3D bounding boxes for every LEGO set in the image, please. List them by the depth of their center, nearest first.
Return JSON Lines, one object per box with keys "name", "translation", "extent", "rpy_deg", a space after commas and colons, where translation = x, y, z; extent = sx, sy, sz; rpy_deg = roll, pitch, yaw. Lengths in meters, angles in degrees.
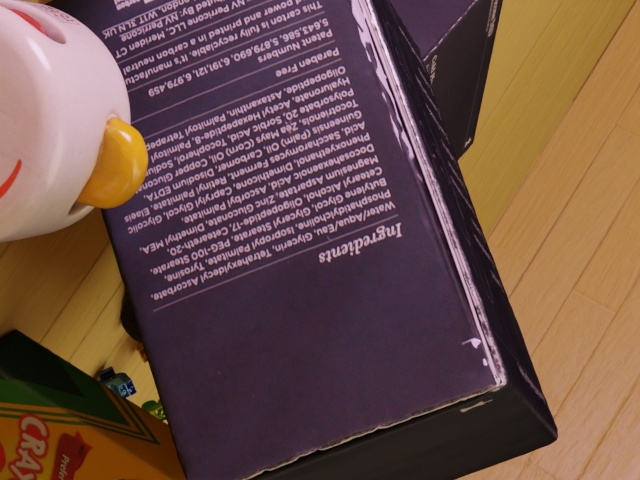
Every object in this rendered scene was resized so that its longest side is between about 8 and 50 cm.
{"name": "LEGO set", "translation": [-0.206, 0.168, 2.138], "extent": [0.227, 0.093, 0.087], "rpy_deg": [-27, 115, -16]}

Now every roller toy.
{"name": "roller toy", "translation": [-0.252, -0.095, 1.389], "extent": [0.209, 0.191, 0.146], "rpy_deg": [-19, 178, 21]}

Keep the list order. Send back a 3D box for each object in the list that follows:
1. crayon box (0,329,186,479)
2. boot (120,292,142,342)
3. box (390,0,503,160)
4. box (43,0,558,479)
{"name": "crayon box", "translation": [-0.231, 0.257, 1.807], "extent": [0.081, 0.318, 0.202], "rpy_deg": [-33, 148, -57]}
{"name": "boot", "translation": [-0.142, 0.014, 2.096], "extent": [0.208, 0.076, 0.189], "rpy_deg": [-36, 165, -41]}
{"name": "box", "translation": [0.064, -0.175, 2.206], "extent": [0.312, 0.179, 0.343], "rpy_deg": [-48, 159, -33]}
{"name": "box", "translation": [0.000, 0.000, 1.698], "extent": [0.297, 0.471, 0.480], "rpy_deg": [-23, 164, 7]}
